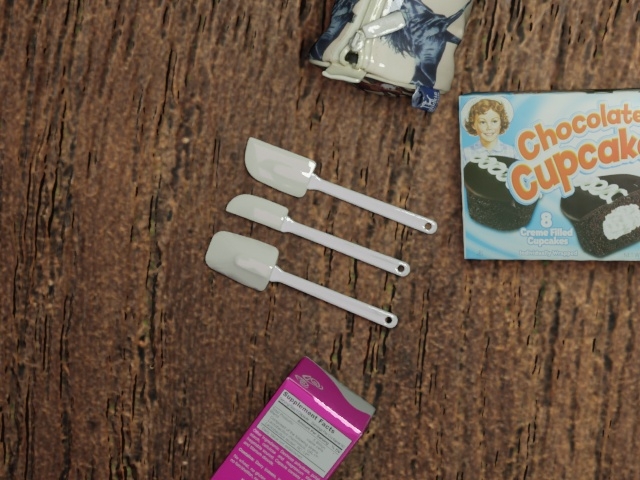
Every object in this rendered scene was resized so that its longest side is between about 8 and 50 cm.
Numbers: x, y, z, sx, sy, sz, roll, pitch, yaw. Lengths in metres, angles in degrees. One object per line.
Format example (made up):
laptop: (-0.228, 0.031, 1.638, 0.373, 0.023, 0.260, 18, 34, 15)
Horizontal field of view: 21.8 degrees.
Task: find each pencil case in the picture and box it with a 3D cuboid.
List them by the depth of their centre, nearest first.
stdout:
pencil case: (0.113, -0.351, 1.769, 0.159, 0.183, 0.410, 18, 101, 7)

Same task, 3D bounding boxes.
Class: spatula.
spatula: (0.000, 0.000, 1.935, 0.242, 0.019, 0.168, 22, 97, 5)

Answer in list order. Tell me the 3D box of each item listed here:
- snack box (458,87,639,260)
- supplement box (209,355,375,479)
snack box: (0.315, -0.073, 1.821, 0.321, 0.060, 0.187, 0, 99, 19)
supplement box: (-0.047, 0.260, 1.936, 0.114, 0.111, 0.220, 38, 103, 2)
